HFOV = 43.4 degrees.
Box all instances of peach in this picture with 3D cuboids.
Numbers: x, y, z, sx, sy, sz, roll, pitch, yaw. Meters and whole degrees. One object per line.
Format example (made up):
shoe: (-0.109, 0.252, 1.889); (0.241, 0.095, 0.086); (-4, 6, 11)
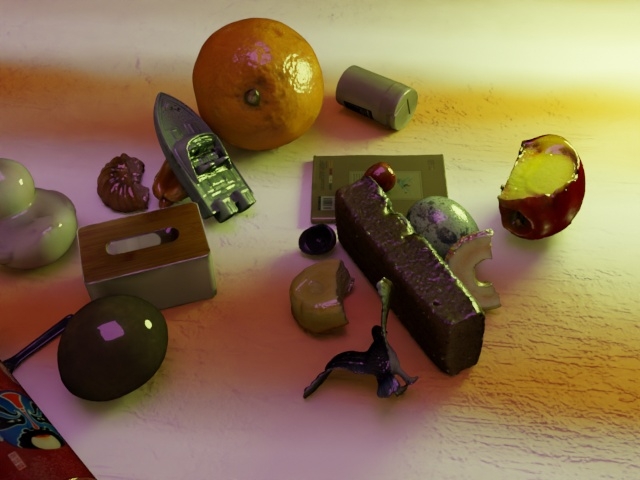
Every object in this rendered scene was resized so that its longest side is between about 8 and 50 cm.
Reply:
peach: (0.485, -0.108, 1.722); (0.159, 0.154, 0.267); (9, 42, 22)

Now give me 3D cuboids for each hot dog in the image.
hot dog: (-0.310, -0.165, 1.857); (0.109, 0.072, 0.269); (13, 48, 16)

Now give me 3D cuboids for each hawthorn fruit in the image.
hawthorn fruit: (0.131, -0.136, 1.790); (0.077, 0.077, 0.077); (-1, 47, 1)

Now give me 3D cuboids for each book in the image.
book: (0.135, -0.120, 1.834); (0.310, 0.021, 0.217); (0, 47, 2)

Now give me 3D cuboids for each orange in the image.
orange: (-0.146, -0.360, 1.871); (0.312, 0.312, 0.312); (-1, 47, 1)

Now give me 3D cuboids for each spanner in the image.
spanner: (-0.562, 0.208, 1.562); (0.046, 0.012, 0.208); (32, 56, 28)

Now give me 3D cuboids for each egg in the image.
egg: (0.255, -0.017, 1.662); (0.172, 0.132, 0.132); (35, 56, 11)

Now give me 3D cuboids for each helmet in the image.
helmet: (-0.001, 0.000, 1.709); (0.084, 0.049, 0.065); (-16, 78, 22)

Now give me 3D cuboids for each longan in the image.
longan: (-0.377, 0.191, 1.457); (0.212, 0.198, 0.198); (-33, 55, -24)

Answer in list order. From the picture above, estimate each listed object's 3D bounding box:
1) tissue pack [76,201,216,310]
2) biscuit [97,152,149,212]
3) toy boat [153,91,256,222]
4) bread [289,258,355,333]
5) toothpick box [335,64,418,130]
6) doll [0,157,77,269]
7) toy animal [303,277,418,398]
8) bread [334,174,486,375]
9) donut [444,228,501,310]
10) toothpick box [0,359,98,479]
tissue pack: (-0.346, 0.045, 1.621); (0.246, 0.136, 0.159); (-14, 49, -10)
biscuit: (-0.456, -0.133, 1.840); (0.118, 0.061, 0.183); (-15, 49, -9)
toy boat: (-0.270, -0.191, 1.768); (0.141, 0.092, 0.319); (-33, 88, -47)
bread: (-0.002, 0.110, 1.588); (0.125, 0.086, 0.156); (-3, 43, 12)
toothpick box: (0.140, -0.354, 1.988); (0.180, 0.111, 0.111); (29, 55, 26)
doll: (-0.633, -0.066, 1.683); (0.251, 0.221, 0.221); (32, 56, 27)
toy animal: (0.103, 0.216, 1.474); (0.272, 0.197, 0.160); (-46, 70, 18)
bread: (0.170, 0.061, 1.573); (0.113, 0.165, 0.416); (-26, 52, -14)
donut: (0.294, 0.060, 1.584); (0.108, 0.166, 0.065); (-8, 16, 3)
toothpick box: (-0.526, 0.352, 1.300); (0.204, 0.204, 0.333); (-36, 56, -27)
